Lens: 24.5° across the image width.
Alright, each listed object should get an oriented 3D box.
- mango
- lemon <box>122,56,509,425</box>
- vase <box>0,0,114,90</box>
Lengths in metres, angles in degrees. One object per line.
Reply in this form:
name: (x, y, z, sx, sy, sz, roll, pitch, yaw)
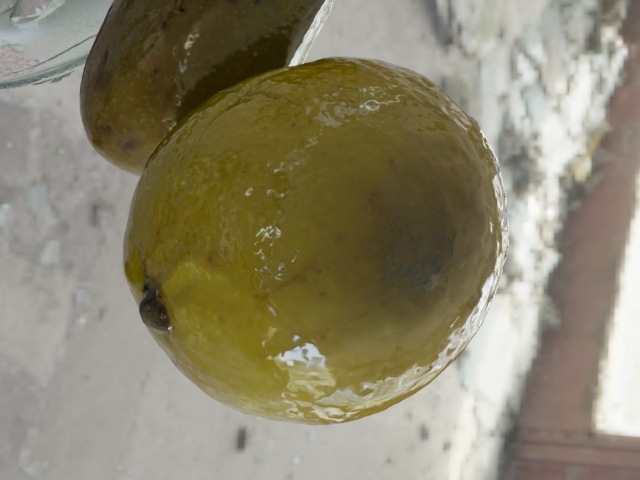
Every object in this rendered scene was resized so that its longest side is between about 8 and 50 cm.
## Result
mango: (-0.085, -0.195, 1.266, 0.329, 0.176, 0.175, -59, 166, 15)
lemon: (0.000, 0.000, 1.136, 0.297, 0.297, 0.297, -3, 94, -63)
vase: (-0.329, -0.326, 1.907, 0.250, 0.445, 0.250, -5, 90, -80)
